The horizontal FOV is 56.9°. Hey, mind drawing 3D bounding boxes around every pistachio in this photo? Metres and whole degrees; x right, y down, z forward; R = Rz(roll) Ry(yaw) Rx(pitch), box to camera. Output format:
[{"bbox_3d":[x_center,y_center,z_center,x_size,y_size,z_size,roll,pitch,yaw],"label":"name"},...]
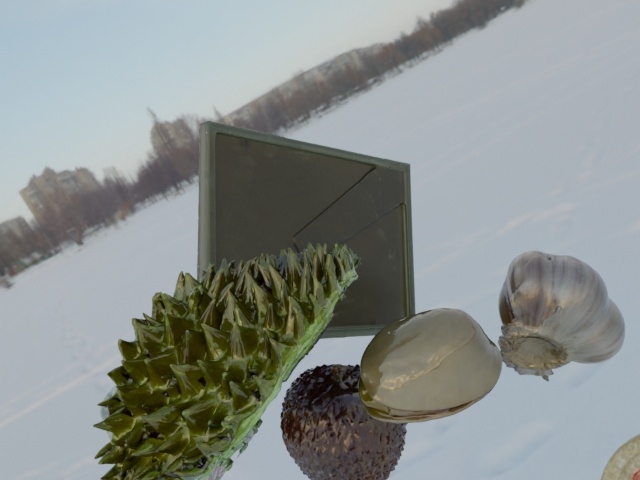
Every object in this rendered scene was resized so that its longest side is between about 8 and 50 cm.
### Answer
[{"bbox_3d":[0.107,0.128,0.596,0.149,0.113,0.113,-28,10,-17],"label":"pistachio"}]

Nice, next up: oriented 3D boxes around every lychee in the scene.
[{"bbox_3d":[0.034,0.264,0.846,0.195,0.194,0.194,-28,11,6],"label":"lychee"}]

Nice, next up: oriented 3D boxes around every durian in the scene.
[{"bbox_3d":[-0.049,0.113,0.588,0.163,0.197,0.394,1,27,32],"label":"durian"}]

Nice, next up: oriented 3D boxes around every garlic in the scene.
[{"bbox_3d":[0.367,0.137,0.977,0.207,0.207,0.256,-29,-19,-4],"label":"garlic"}]

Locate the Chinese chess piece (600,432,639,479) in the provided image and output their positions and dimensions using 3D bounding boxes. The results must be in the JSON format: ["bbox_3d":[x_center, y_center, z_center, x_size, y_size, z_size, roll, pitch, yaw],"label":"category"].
[{"bbox_3d":[0.571,0.420,0.902,0.270,0.112,0.269,-30,41,31],"label":"Chinese chess piece"}]

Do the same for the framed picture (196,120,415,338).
[{"bbox_3d":[0.000,0.000,0.974,0.447,0.325,0.028,6,-9,-40],"label":"framed picture"}]

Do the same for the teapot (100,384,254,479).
[{"bbox_3d":[-0.194,0.257,0.854,0.164,0.178,0.221,-3,22,23],"label":"teapot"}]
